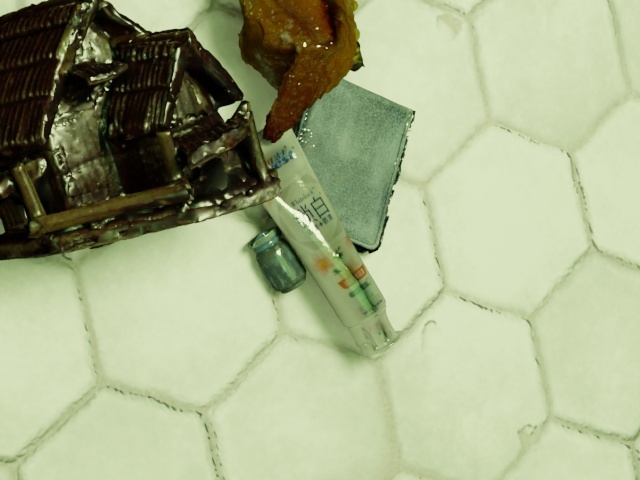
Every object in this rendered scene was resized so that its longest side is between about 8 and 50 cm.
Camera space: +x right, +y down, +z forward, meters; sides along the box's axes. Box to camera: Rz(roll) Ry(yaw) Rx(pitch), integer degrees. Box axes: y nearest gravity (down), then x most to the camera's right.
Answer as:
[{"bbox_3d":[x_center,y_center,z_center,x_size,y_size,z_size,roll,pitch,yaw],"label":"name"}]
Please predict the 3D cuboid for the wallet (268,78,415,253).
[{"bbox_3d":[0.028,-0.104,1.979,0.167,0.036,0.222,21,75,-22],"label":"wallet"}]

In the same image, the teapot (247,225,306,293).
[{"bbox_3d":[-0.049,0.021,1.917,0.064,0.049,0.083,-33,100,-7],"label":"teapot"}]

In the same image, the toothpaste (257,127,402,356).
[{"bbox_3d":[0.000,0.000,1.908,0.100,0.066,0.323,-36,100,-25],"label":"toothpaste"}]

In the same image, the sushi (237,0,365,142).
[{"bbox_3d":[-0.027,-0.283,1.904,0.167,0.179,0.296,-12,63,-5],"label":"sushi"}]

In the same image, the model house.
[{"bbox_3d":[-0.256,-0.146,1.694,0.297,0.317,0.282,-26,107,-51],"label":"model house"}]
